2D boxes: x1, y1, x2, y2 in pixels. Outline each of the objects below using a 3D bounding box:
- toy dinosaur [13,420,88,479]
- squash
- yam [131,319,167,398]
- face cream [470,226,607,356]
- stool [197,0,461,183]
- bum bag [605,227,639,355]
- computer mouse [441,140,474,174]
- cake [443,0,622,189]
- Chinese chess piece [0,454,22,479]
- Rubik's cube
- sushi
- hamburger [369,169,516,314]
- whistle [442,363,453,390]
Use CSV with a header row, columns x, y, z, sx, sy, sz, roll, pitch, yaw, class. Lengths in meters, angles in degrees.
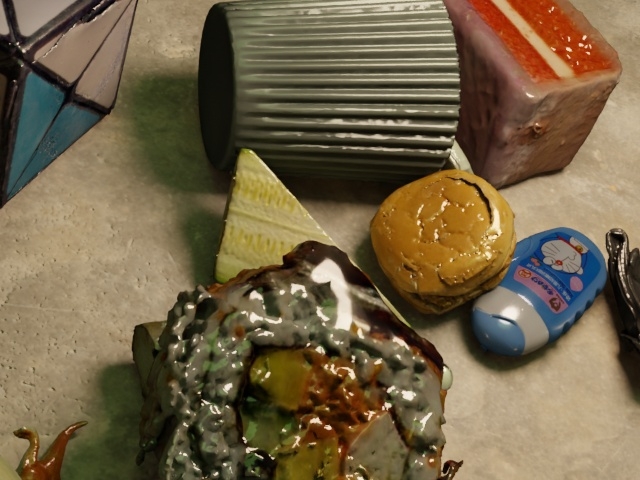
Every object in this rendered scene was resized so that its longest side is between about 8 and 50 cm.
x,y,z,sx,sy,sz,roll,pitch,yaw,class
-0.337,0.291,1.445,0.212,0.057,0.142,-18,72,-30,toy dinosaur
0.000,0.000,1.763,0.288,0.111,0.203,12,91,-5,squash
-0.135,0.147,1.605,0.194,0.107,0.107,-6,55,-26,yam
0.314,0.079,1.847,0.149,0.083,0.264,37,49,17,face cream
0.002,-0.228,1.857,0.330,0.297,0.297,-2,53,-17,stool
0.470,0.104,1.870,0.060,0.123,0.248,-12,50,13,bum bag
0.206,-0.100,1.921,0.056,0.182,0.089,-33,55,1,computer mouse
0.300,-0.272,2.036,0.237,0.230,0.309,-13,58,-31,cake
-0.416,0.340,1.176,0.146,0.349,0.349,36,47,-9,Chinese chess piece
-0.454,-0.271,1.708,0.310,0.305,0.307,30,45,8,Rubik's cube
-0.033,0.214,1.482,0.417,0.176,0.417,8,73,-26,sushi
0.181,-0.003,1.810,0.214,0.108,0.214,-8,59,14,hamburger
0.062,0.161,1.689,0.235,0.077,0.114,35,90,10,whistle
